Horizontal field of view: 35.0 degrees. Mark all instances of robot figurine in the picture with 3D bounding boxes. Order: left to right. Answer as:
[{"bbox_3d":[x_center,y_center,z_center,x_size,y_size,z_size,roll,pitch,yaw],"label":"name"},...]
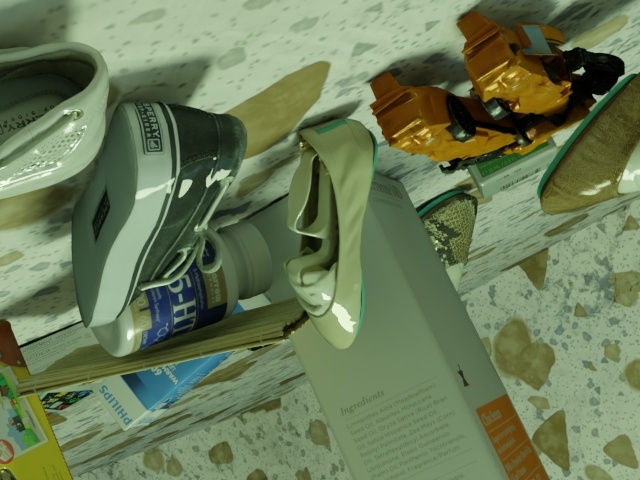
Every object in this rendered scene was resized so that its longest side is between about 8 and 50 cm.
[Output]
[{"bbox_3d":[0.180,-0.144,1.009,0.211,0.085,0.291,-31,166,29],"label":"robot figurine"}]

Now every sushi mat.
[{"bbox_3d":[-0.161,0.112,1.109,0.317,0.019,0.151,-14,-173,16],"label":"sushi mat"}]

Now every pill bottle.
[{"bbox_3d":[-0.150,0.043,1.079,0.187,0.112,0.112,-19,167,-30],"label":"pill bottle"}]

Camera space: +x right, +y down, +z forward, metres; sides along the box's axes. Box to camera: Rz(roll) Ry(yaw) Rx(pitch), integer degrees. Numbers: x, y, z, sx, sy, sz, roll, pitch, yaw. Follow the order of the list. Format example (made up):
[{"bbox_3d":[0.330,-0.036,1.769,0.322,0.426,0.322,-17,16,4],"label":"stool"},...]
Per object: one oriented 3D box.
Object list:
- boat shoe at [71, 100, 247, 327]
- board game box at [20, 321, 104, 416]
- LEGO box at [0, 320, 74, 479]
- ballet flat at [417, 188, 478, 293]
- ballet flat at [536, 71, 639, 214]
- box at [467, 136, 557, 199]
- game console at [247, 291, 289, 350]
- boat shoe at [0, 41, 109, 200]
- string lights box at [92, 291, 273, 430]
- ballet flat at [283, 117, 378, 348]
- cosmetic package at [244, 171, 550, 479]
[{"bbox_3d":[-0.139,-0.016,0.842,0.105,0.113,0.306,-3,150,-25],"label":"boat shoe"},{"bbox_3d":[-0.344,0.179,1.426,0.193,0.053,0.305,-23,168,-16],"label":"board game box"},{"bbox_3d":[-0.425,0.397,1.108,0.372,0.500,0.193,-32,167,30],"label":"LEGO box"},{"bbox_3d":[0.120,0.097,1.714,0.164,0.182,0.483,-12,162,-46],"label":"ballet flat"},{"bbox_3d":[0.354,-0.140,0.986,0.342,0.124,0.116,-54,153,11],"label":"ballet flat"},{"bbox_3d":[0.218,-0.115,1.211,0.101,0.087,0.102,-27,168,7],"label":"box"},{"bbox_3d":[-0.053,0.110,1.669,0.144,0.124,0.085,-16,-168,-37],"label":"game console"},{"bbox_3d":[-0.240,-0.048,0.541,0.277,0.098,0.096,-30,172,-29],"label":"boat shoe"},{"bbox_3d":[-0.179,0.152,1.414,0.260,0.077,0.133,-40,172,-2],"label":"string lights box"},{"bbox_3d":[0.000,0.000,1.008,0.086,0.248,0.086,3,-160,-1],"label":"ballet flat"},{"bbox_3d":[0.099,0.149,1.219,0.161,0.453,0.230,-29,168,17],"label":"cosmetic package"}]
